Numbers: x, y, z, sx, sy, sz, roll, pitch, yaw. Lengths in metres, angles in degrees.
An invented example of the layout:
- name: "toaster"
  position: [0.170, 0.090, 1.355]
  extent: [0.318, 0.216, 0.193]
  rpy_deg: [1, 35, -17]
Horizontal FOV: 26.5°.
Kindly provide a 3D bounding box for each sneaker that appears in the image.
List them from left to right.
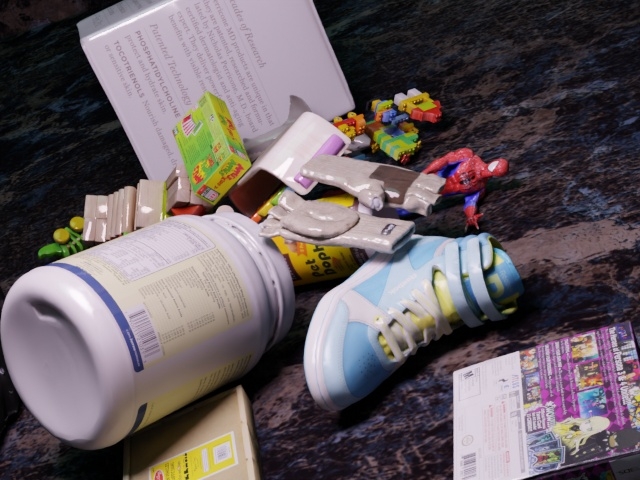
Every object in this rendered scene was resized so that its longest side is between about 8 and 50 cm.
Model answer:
- name: "sneaker"
  position: [0.125, 0.085, 1.646]
  extent: [0.208, 0.127, 0.319]
  rpy_deg: [-7, 30, 37]

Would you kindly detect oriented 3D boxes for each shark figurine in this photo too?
- name: "shark figurine"
  position: [-0.065, -0.187, 2.327]
  extent: [0.278, 0.116, 0.166]
  rpy_deg: [-8, 16, -12]

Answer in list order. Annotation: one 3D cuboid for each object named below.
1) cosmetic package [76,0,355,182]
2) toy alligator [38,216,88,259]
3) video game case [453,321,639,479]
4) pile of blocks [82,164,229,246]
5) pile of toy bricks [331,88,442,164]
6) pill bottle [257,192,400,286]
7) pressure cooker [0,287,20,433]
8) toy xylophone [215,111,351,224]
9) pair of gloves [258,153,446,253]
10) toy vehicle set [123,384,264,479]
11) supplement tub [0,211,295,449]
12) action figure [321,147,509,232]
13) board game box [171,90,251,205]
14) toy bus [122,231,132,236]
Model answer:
- name: "cosmetic package"
  position: [-0.199, -0.325, 2.505]
  extent: [0.394, 0.327, 0.329]
  rpy_deg: [-26, 18, -4]
- name: "toy alligator"
  position: [-0.425, -0.013, 2.453]
  extent: [0.051, 0.056, 0.190]
  rpy_deg: [38, 55, 17]
- name: "video game case"
  position: [0.242, 0.187, 1.429]
  extent: [0.210, 0.041, 0.232]
  rpy_deg: [-18, 25, 14]
- name: "pile of blocks"
  position: [-0.277, -0.030, 2.313]
  extent: [0.362, 0.149, 0.112]
  rpy_deg: [-13, 68, 45]
- name: "pile of toy bricks"
  position: [0.113, -0.162, 2.214]
  extent: [0.212, 0.118, 0.105]
  rpy_deg: [-23, 47, -37]
- name: "pill bottle"
  position: [0.000, 0.000, 1.942]
  extent: [0.215, 0.117, 0.117]
  rpy_deg: [-12, 27, 28]
- name: "pressure cooker"
  position: [-0.686, 0.181, 1.916]
  extent: [0.420, 0.369, 0.375]
  rpy_deg: [-19, 28, 14]
- name: "toy xylophone"
  position: [-0.076, -0.086, 2.088]
  extent: [0.236, 0.081, 0.323]
  rpy_deg: [-48, 6, -9]
- name: "pair of gloves"
  position: [0.048, -0.046, 1.807]
  extent: [0.204, 0.042, 0.240]
  rpy_deg: [10, 30, 19]
- name: "toy vehicle set"
  position: [-0.152, 0.281, 1.615]
  extent: [0.166, 0.035, 0.267]
  rpy_deg: [-23, 24, 3]
- name: "supplement tub"
  position: [-0.213, 0.103, 1.734]
  extent: [0.235, 0.235, 0.325]
  rpy_deg: [1, 18, 44]
- name: "action figure"
  position: [0.137, -0.058, 1.969]
  extent: [0.280, 0.091, 0.139]
  rpy_deg: [-17, 19, 19]
- name: "board game box"
  position: [-0.174, -0.148, 2.153]
  extent: [0.092, 0.043, 0.181]
  rpy_deg: [-46, 38, 19]
- name: "toy bus"
  position: [-0.220, 0.089, 1.987]
  extent: [0.202, 0.104, 0.191]
  rpy_deg: [-2, 47, -26]
